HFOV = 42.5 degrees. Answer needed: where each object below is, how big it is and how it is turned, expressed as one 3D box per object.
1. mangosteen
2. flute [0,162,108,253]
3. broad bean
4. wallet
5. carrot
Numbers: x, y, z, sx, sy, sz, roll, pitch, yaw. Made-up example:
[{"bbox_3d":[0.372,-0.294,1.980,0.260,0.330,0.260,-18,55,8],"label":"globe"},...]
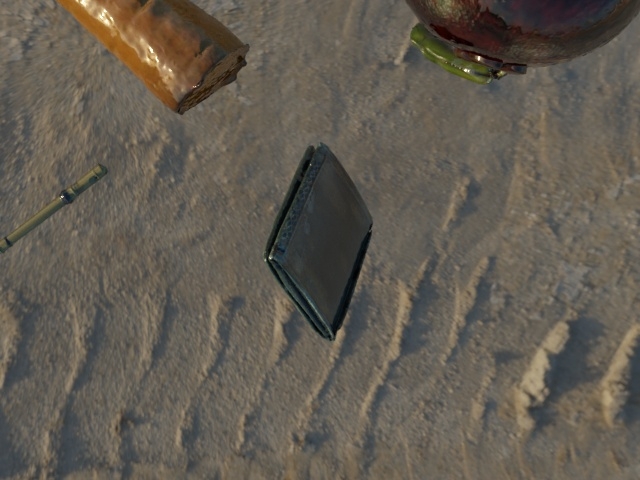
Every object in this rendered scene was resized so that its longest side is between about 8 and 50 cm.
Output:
[{"bbox_3d":[0.236,-0.370,0.917,0.306,0.306,0.360,4,112,-16],"label":"mangosteen"},{"bbox_3d":[-0.420,-0.042,1.255,0.233,0.027,0.027,-37,109,1],"label":"flute"},{"bbox_3d":[0.187,-0.272,1.196,0.069,0.227,0.039,-18,128,-24],"label":"broad bean"},{"bbox_3d":[0.000,0.000,1.590,0.075,0.342,0.237,-16,126,32],"label":"wallet"},{"bbox_3d":[-0.149,-0.172,0.579,0.205,0.072,0.072,39,91,2],"label":"carrot"}]
